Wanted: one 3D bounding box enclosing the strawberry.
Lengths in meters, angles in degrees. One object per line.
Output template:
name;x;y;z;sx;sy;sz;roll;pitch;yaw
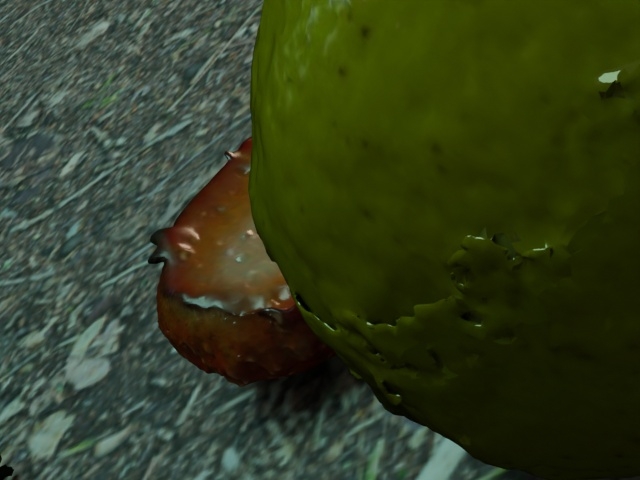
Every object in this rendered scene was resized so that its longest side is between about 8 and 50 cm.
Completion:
strawberry;0.000;0.000;0.871;0.121;0.082;0.188;5;41;31

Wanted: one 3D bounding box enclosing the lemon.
lemon;0.101;-0.051;0.606;0.310;0.253;0.253;-52;19;34

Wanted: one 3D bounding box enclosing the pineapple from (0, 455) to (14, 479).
pineapple;-0.296;0.159;0.943;0.340;0.169;0.169;-29;30;19
